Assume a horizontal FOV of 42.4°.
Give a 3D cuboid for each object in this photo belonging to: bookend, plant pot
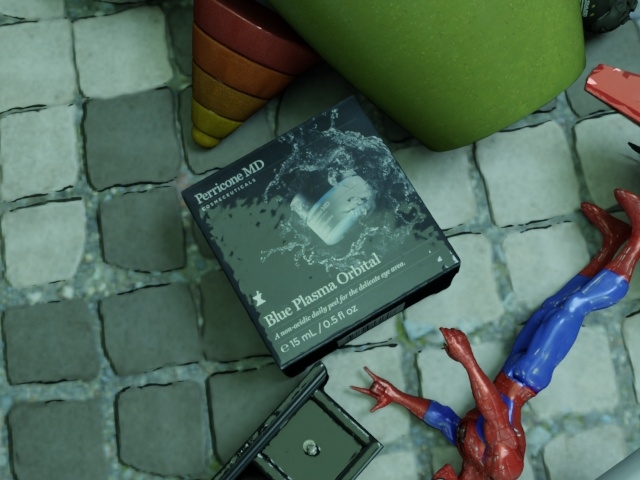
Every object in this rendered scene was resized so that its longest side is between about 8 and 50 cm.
[{"bbox_3d":[0.004,0.202,0.613,0.157,0.072,0.156,42,82,9],"label":"bookend"},{"bbox_3d":[0.071,-0.226,0.615,0.275,0.275,0.293,-34,103,-5],"label":"plant pot"}]

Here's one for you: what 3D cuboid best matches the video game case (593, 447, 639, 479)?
[{"bbox_3d":[0.184,0.334,0.543,0.329,0.036,0.299,-35,96,-1],"label":"video game case"}]

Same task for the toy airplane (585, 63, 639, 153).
[{"bbox_3d":[0.310,-0.130,0.695,0.151,0.028,0.151,-1,77,3],"label":"toy airplane"}]

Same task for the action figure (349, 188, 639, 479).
[{"bbox_3d":[0.131,0.072,0.628,0.139,0.091,0.280,31,80,0],"label":"action figure"}]

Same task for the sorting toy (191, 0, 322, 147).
[{"bbox_3d":[-0.176,-0.198,0.709,0.366,0.127,0.126,32,110,11],"label":"sorting toy"}]

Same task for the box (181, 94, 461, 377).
[{"bbox_3d":[0.000,0.000,0.647,0.156,0.093,0.158,-30,77,-4],"label":"box"}]

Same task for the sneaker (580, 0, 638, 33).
[{"bbox_3d":[0.186,-0.329,0.709,0.146,0.134,0.343,-18,77,16],"label":"sneaker"}]
